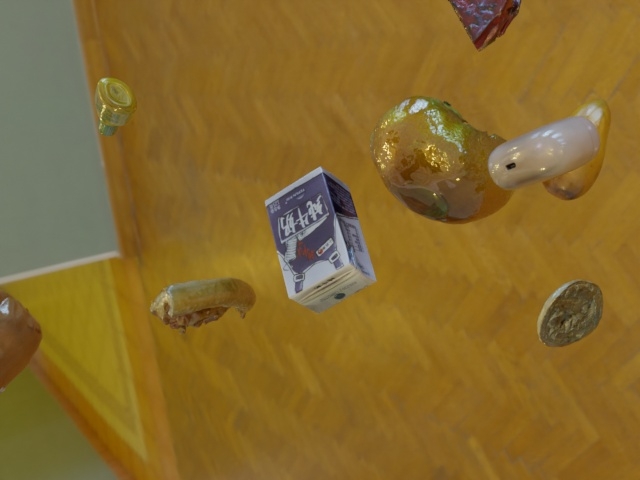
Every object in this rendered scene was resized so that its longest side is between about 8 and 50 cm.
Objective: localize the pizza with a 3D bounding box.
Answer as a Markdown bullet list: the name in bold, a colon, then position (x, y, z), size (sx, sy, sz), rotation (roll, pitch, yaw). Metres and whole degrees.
- **pizza**: position (-0.226, 0.127, 1.739), size (0.073, 0.182, 0.365), rotation (65, -172, 11)

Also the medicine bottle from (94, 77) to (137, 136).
- **medicine bottle**: position (-0.452, -0.279, 1.928), size (0.095, 0.064, 0.260), rotation (41, 161, -8)

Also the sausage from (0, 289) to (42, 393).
- **sausage**: position (-0.525, 0.180, 1.311), size (0.136, 0.241, 0.120), rotation (45, 154, -2)

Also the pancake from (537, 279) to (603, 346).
- **pancake**: position (0.489, 0.145, 1.747), size (0.028, 0.158, 0.158), rotation (-126, 33, -54)

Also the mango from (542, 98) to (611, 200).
- **mango**: position (0.536, -0.189, 1.841), size (0.145, 0.113, 0.219), rotation (-95, 27, -76)

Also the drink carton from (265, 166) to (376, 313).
- **drink carton**: position (-0.001, 0.001, 1.579), size (0.134, 0.102, 0.222), rotation (-29, 55, 20)

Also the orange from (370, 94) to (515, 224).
- **orange**: position (0.262, -0.162, 1.924), size (0.335, 0.196, 0.262), rotation (36, 136, -1)

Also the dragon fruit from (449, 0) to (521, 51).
- **dragon fruit**: position (0.314, -0.515, 1.753), size (0.316, 0.152, 0.205), rotation (64, -166, 16)

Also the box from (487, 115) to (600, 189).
- **box**: position (0.370, -0.144, 1.485), size (0.200, 0.146, 0.088), rotation (-19, 93, 63)
